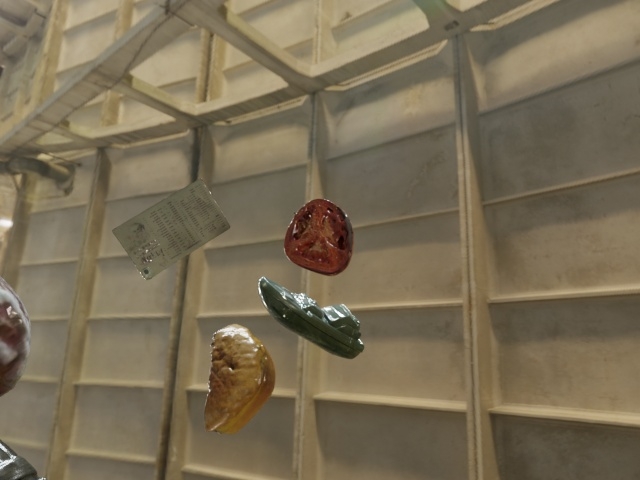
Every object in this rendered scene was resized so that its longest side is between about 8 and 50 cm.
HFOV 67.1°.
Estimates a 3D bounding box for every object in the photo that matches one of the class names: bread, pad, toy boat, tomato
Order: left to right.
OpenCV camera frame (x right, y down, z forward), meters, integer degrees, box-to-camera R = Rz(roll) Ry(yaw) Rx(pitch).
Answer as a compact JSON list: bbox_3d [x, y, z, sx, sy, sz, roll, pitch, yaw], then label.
[{"bbox_3d":[-0.385,-0.030,1.270,0.265,0.159,0.009,-35,-162,-17],"label":"pad"},{"bbox_3d":[-0.178,0.316,1.124,0.134,0.129,0.260,-14,-128,25],"label":"bread"},{"bbox_3d":[-0.013,0.128,0.840,0.085,0.260,0.078,-50,-144,3],"label":"toy boat"},{"bbox_3d":[0.008,-0.003,1.149,0.166,0.082,0.174,18,-102,15],"label":"tomato"}]

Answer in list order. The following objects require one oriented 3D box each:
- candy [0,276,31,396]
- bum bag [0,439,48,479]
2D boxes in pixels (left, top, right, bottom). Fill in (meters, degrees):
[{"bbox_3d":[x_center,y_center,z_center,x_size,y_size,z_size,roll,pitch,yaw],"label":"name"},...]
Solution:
[{"bbox_3d":[-0.596,0.128,0.749,0.214,0.289,0.157,-43,-155,-17],"label":"candy"},{"bbox_3d":[-0.472,0.391,0.698,0.326,0.142,0.080,42,-50,-3],"label":"bum bag"}]
